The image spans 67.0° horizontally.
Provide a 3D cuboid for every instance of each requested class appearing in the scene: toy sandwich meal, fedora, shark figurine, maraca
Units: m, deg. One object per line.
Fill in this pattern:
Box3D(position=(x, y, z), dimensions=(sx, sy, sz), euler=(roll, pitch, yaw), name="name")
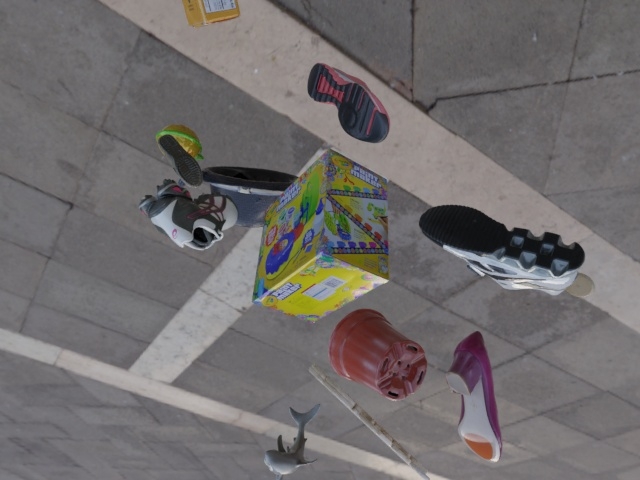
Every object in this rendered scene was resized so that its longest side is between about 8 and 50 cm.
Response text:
Box3D(position=(0.691, 0.115, 1.297), dimensions=(0.085, 0.029, 0.086), euler=(23, 132, 29), name="toy sandwich meal")
Box3D(position=(-0.207, -0.129, 1.472), dimensions=(0.334, 0.334, 0.153), euler=(8, 106, -1), name="fedora")
Box3D(position=(-0.058, 0.605, 1.394), dimensions=(0.116, 0.278, 0.166), euler=(-10, 98, 21), name="shark figurine")
Box3D(position=(-0.398, -0.268, 1.381), dimensions=(0.127, 0.099, 0.186), euler=(10, 166, 0), name="maraca")

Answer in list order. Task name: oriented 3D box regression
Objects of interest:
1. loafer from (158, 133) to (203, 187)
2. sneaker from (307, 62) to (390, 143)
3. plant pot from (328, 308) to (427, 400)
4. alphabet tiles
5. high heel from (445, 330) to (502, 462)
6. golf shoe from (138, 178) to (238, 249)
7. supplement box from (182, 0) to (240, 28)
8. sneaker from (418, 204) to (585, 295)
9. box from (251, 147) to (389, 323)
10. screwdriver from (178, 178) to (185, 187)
Box3D(position=(-0.333, -0.189, 1.164), dimensions=(0.148, 0.056, 0.050), euler=(56, 168, 2), name="loafer")
Box3D(position=(0.097, -0.355, 1.211), dimensions=(0.136, 0.314, 0.116), euler=(-8, 136, -35), name="sneaker")
Box3D(position=(0.206, 0.400, 1.656), dimensions=(0.272, 0.272, 0.265), euler=(33, 173, -27), name="plant pot")
Box3D(position=(0.093, 0.352, 0.949), dimensions=(0.284, 0.021, 0.278), euler=(47, 167, -19), name="alphabet tiles")
Box3D(position=(0.460, 0.445, 1.356), dimensions=(0.127, 0.181, 0.377), euler=(4, 125, 42), name="high heel")
Box3D(position=(-0.234, -0.031, 0.942), dimensions=(0.105, 0.120, 0.273), euler=(-39, 167, 15), name="golf shoe")
Box3D(position=(-0.209, -0.491, 0.819), dimensions=(0.080, 0.078, 0.233), euler=(-22, 117, -28), name="supplement box")
Box3D(position=(0.360, 0.033, 1.022), dimensions=(0.330, 0.122, 0.146), euler=(24, 149, 27), name="sneaker")
Box3D(position=(0.000, 0.000, 1.127), dimensions=(0.177, 0.279, 0.290), euler=(24, 141, -26), name="box")
Box3D(position=(-0.424, -0.132, 1.430), dimensions=(0.025, 0.024, 0.170), euler=(24, 104, -8), name="screwdriver")
